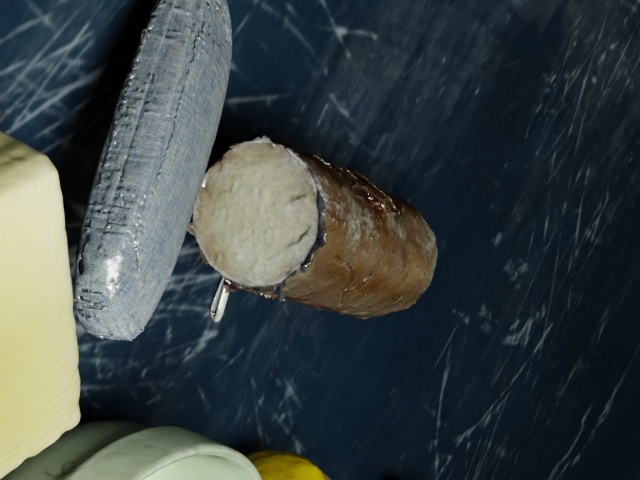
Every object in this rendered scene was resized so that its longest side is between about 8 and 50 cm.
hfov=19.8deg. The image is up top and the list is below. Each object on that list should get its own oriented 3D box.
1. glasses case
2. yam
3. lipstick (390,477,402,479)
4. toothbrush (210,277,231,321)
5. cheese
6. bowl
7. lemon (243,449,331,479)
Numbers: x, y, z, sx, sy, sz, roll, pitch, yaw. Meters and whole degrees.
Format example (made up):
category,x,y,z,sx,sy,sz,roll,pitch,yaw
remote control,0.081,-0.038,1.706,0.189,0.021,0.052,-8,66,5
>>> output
category,x,y,z,sx,sy,sz,roll,pitch,yaw
glasses case,-0.119,-0.062,1.338,0.109,0.067,0.282,68,36,-66
yam,-0.001,-0.001,1.533,0.131,0.131,0.279,-65,156,2
lipstick,0.029,0.383,1.888,0.300,0.081,0.081,-58,146,1
toothbrush,-0.070,-0.006,1.553,0.017,0.014,0.162,9,106,-36
cheese,-0.294,0.077,1.205,0.265,0.124,0.242,-33,140,-39
bowl,-0.187,0.274,1.445,0.307,0.163,0.307,-32,134,-39
lemon,-0.055,0.288,1.633,0.207,0.170,0.170,-59,146,0
